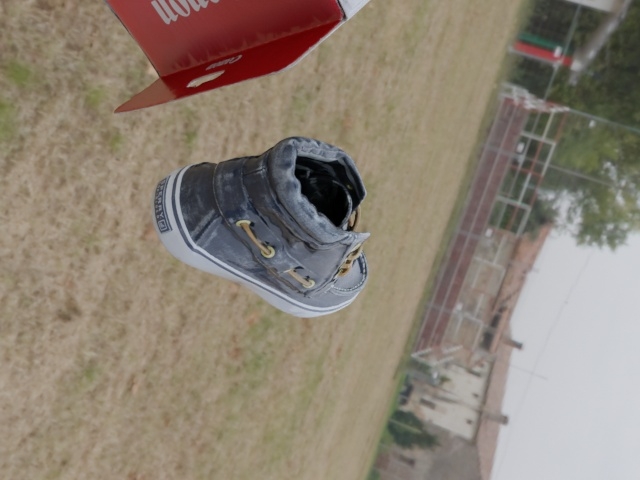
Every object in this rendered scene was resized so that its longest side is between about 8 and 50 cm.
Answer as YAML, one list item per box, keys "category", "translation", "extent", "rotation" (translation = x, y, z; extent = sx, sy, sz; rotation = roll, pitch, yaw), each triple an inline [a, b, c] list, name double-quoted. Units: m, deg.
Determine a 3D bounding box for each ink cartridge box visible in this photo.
- category: "ink cartridge box"
  translation: [-0.064, -0.250, 0.651]
  extent: [0.272, 0.309, 0.130]
  rotation: [-48, 118, -27]

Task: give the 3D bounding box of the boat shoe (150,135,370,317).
- category: "boat shoe"
  translation: [0.000, 0.000, 0.404]
  extent: [0.183, 0.083, 0.065]
  rotation: [23, 58, -57]
